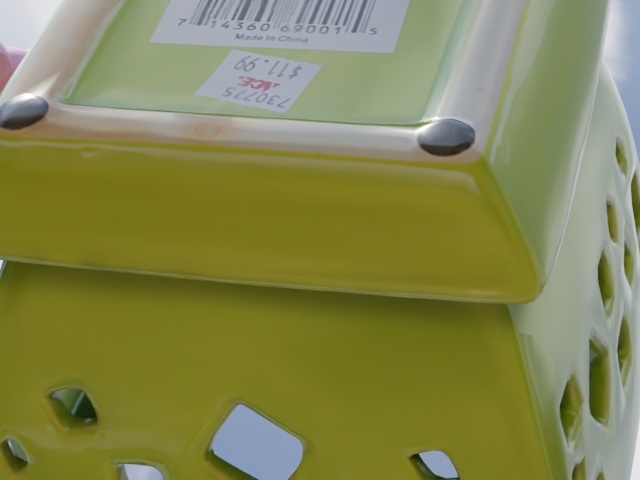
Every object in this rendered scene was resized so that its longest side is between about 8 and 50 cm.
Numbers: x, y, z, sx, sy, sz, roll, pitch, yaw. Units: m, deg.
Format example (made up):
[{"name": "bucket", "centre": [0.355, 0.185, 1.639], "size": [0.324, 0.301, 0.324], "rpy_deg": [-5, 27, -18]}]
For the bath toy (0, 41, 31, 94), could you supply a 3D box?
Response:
[{"name": "bath toy", "centre": [-0.194, -0.057, 0.909], "size": [0.151, 0.348, 0.129], "rpy_deg": [-3, -94, 26]}]

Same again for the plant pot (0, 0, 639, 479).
[{"name": "plant pot", "centre": [0.000, 0.000, 0.618], "size": [0.228, 0.227, 0.207], "rpy_deg": [5, -49, 15]}]
